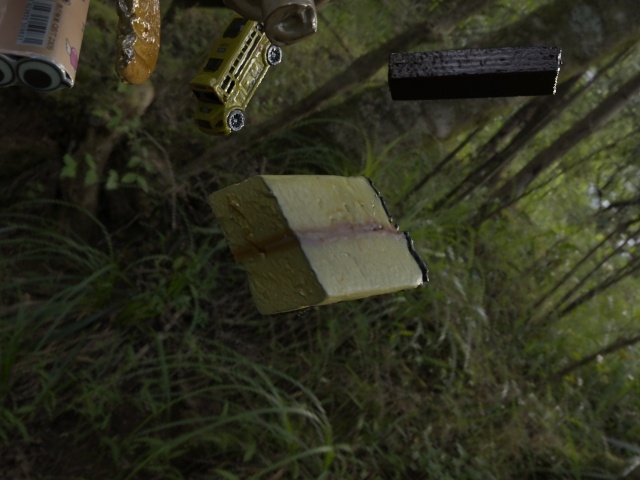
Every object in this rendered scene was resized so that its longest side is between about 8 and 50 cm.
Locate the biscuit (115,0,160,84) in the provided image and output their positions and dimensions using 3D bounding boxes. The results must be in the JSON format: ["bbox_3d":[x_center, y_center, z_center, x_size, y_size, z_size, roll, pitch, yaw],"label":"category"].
[{"bbox_3d":[-0.228,-0.294,0.960,0.144,0.033,0.224,79,10,-77],"label":"biscuit"}]

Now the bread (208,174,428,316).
[{"bbox_3d":[0.000,0.000,1.825,0.405,0.242,0.345,-11,83,-40],"label":"bread"}]

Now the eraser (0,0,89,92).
[{"bbox_3d":[-0.482,-0.383,1.272,0.087,0.171,0.290,114,-22,-55],"label":"eraser"}]

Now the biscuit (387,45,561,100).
[{"bbox_3d":[0.346,-0.377,1.725,0.107,0.389,0.073,62,29,-67],"label":"biscuit"}]

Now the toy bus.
[{"bbox_3d":[-0.248,-0.453,2.084,0.145,0.331,0.151,17,-17,41],"label":"toy bus"}]

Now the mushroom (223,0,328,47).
[{"bbox_3d":[-0.078,-0.526,1.468,0.292,0.293,0.290,42,30,-44],"label":"mushroom"}]
